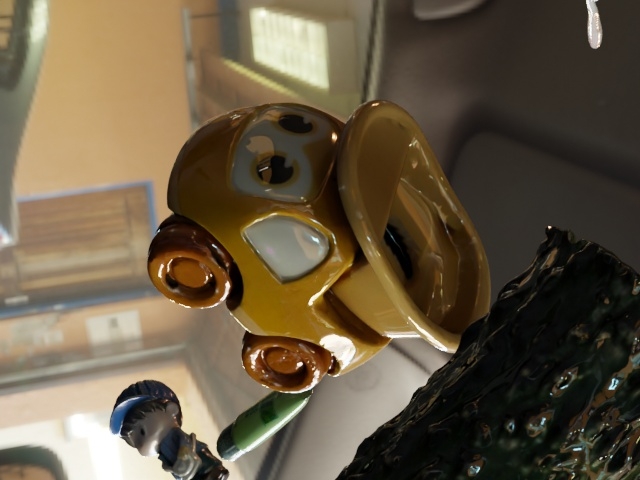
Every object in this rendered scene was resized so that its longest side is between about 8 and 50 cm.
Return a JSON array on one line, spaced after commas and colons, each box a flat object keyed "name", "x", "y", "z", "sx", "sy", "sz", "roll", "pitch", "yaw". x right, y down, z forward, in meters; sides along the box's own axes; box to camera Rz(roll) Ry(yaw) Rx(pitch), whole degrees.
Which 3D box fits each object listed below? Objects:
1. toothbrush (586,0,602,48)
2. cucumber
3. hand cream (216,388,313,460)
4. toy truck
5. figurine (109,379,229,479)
[{"name": "toothbrush", "x": 0.447, "y": -0.363, "z": 1.803, "sx": 0.029, "sy": 0.025, "sz": 0.307, "roll": 59, "pitch": 9, "yaw": 16}, {"name": "cucumber", "x": 0.005, "y": 0.155, "z": 0.399, "sx": 0.096, "sy": 0.359, "sz": 0.096, "roll": 40, "pitch": -1, "yaw": 0}, {"name": "hand cream", "x": -0.066, "y": 0.222, "z": 1.423, "sx": 0.046, "sy": 0.175, "sz": 0.095, "roll": 45, "pitch": 24, "yaw": -6}, {"name": "toy truck", "x": 0.000, "y": 0.000, "z": 1.004, "sx": 0.288, "sy": 0.212, "sz": 0.204, "roll": 50, "pitch": 36, "yaw": -25}, {"name": "figurine", "x": -0.142, "y": 0.189, "z": 1.069, "sx": 0.136, "sy": 0.079, "sz": 0.077, "roll": 33, "pitch": -49, "yaw": 10}]
